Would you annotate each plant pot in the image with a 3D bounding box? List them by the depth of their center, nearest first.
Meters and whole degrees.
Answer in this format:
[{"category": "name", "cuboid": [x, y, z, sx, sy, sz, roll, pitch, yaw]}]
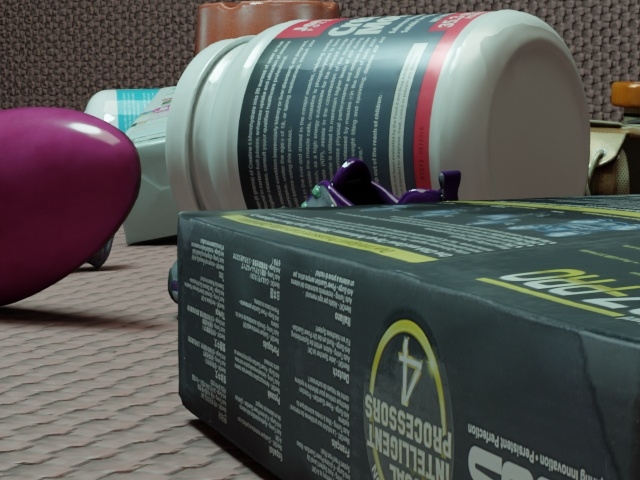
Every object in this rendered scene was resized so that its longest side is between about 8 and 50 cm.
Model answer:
[{"category": "plant pot", "cuboid": [-0.071, -0.204, 2.303, 0.272, 0.265, 0.272, -2, 5, 0]}]

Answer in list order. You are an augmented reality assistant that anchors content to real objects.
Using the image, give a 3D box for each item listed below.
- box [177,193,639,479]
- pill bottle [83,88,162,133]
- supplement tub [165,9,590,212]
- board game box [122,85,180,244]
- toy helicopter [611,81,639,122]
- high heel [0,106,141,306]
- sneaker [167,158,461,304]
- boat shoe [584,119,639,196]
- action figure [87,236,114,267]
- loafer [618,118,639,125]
[{"category": "box", "cuboid": [0.150, 0.036, 0.547, 0.318, 0.097, 0.395, -1, 5, -20]}, {"category": "pill bottle", "cuboid": [-0.208, -0.121, 2.072, 0.264, 0.146, 0.146, -1, 5, -9]}, {"category": "supplement tub", "cuboid": [0.042, -0.069, 1.195, 0.272, 0.191, 0.191, 3, 7, 36]}, {"category": "board game box", "cuboid": [-0.068, -0.099, 1.602, 0.224, 0.097, 0.303, -10, 16, 7]}, {"category": "toy helicopter", "cuboid": [0.546, -0.123, 2.038, 0.355, 0.140, 0.235, 0, 7, -20]}, {"category": "high heel", "cuboid": [-0.296, -0.016, 1.022, 0.377, 0.127, 0.181, -15, -14, 34]}, {"category": "sneaker", "cuboid": [0.000, 0.000, 0.948, 0.224, 0.098, 0.083, 4, 7, 40]}, {"category": "boat shoe", "cuboid": [0.242, -0.063, 1.513, 0.324, 0.123, 0.116, -5, 8, -19]}, {"category": "action figure", "cuboid": [-0.305, -0.039, 1.253, 0.285, 0.099, 0.185, 12, -20, -33]}, {"category": "loafer", "cuboid": [0.408, -0.096, 1.778, 0.095, 0.109, 0.302, 32, -16, -21]}]
